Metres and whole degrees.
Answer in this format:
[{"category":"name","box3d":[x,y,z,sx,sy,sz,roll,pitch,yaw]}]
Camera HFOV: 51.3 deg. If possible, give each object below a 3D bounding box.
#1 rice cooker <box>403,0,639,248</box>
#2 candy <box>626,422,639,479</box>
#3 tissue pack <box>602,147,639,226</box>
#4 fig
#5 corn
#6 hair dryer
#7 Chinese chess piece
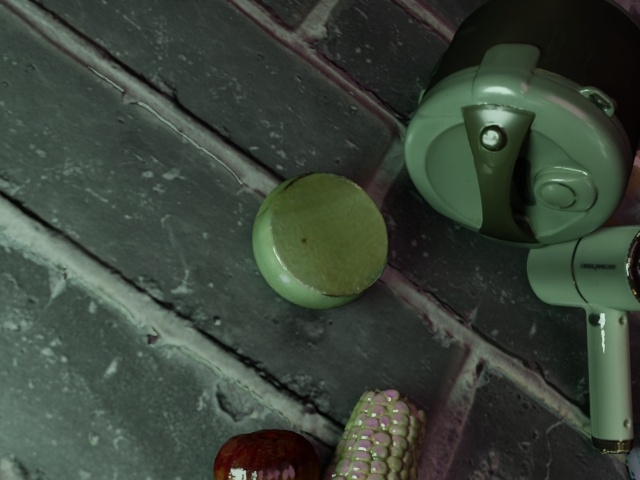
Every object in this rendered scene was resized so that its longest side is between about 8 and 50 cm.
[{"category":"rice cooker","box3d":[0.301,-0.170,0.987,0.335,0.335,0.325,33,59,-10]},{"category":"candy","box3d":[0.523,0.359,1.007,0.092,0.073,0.160,9,67,-17]},{"category":"tissue pack","box3d":[0.519,-0.020,1.098,0.090,0.186,0.222,-27,82,-44]},{"category":"fig","box3d":[-0.058,0.282,0.762,0.119,0.152,0.119,-2,33,2]},{"category":"corn","box3d":[0.042,0.322,0.761,0.127,0.126,0.335,36,50,-8]},{"category":"hair dryer","box3d":[0.430,0.158,1.002,0.128,0.203,0.361,-1,89,-26]},{"category":"Chinese chess piece","box3d":[0.000,0.000,0.904,0.189,0.083,0.188,9,69,-24]}]
